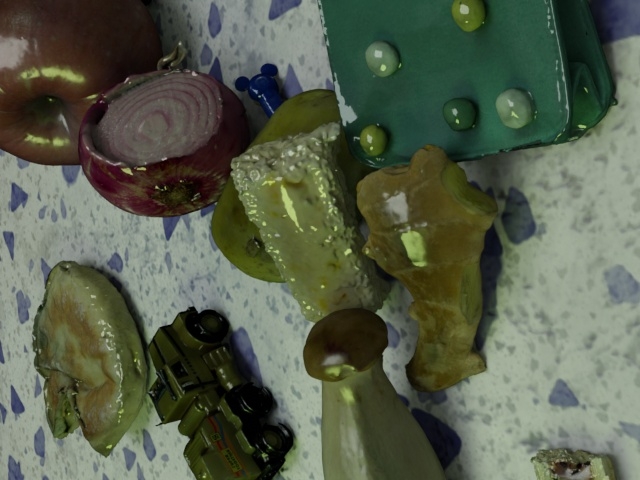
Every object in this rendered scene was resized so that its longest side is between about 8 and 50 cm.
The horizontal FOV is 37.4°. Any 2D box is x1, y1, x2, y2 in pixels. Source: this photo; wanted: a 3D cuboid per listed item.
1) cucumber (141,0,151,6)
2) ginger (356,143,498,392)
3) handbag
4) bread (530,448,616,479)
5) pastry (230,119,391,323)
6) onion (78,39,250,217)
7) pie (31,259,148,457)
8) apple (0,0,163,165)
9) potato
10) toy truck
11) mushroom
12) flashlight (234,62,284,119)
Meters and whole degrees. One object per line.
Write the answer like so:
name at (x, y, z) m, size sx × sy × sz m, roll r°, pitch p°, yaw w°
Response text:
cucumber at (-0.302, -0.372, 1.385) m, size 0.181 × 0.053 × 0.053 m, roll 28°, pitch 116°, yaw 42°
ginger at (0.103, 0.044, 0.925) m, size 0.131 × 0.086 × 0.294 m, roll 1°, pitch 125°, yaw 7°
handbag at (0.107, -0.201, 0.872) m, size 0.269 × 0.100 × 0.274 m, roll -3°, pitch 108°, yaw 48°
bread at (0.239, 0.231, 0.879) m, size 0.083 × 0.035 × 0.070 m, roll -9°, pitch 90°, yaw 46°
pastry at (-0.006, -0.001, 0.994) m, size 0.122 × 0.089 × 0.258 m, roll -1°, pitch 128°, yaw 23°
onion at (-0.188, -0.112, 1.185) m, size 0.200 × 0.207 × 0.200 m, roll 45°, pitch 162°, yaw 19°
pie at (-0.385, 0.188, 1.545) m, size 0.337 × 0.075 × 0.337 m, roll 1°, pitch 91°, yaw 50°
apple at (-0.357, -0.242, 1.299) m, size 0.306 × 0.306 × 0.235 m, roll -41°, pitch 36°, yaw 44°
potato at (-0.048, -0.050, 1.082) m, size 0.160 × 0.111 × 0.271 m, roll 51°, pitch 127°, yaw 16°
toy truck at (-0.154, 0.219, 1.253) m, size 0.257 × 0.127 × 0.127 m, roll 60°, pitch 135°, yaw 28°
mushroom at (0.066, 0.237, 0.982) m, size 0.128 × 0.128 × 0.350 m, roll -3°, pitch 109°, yaw 48°
flashlight at (-0.054, -0.159, 1.151) m, size 0.121 × 0.057 × 0.035 m, roll 58°, pitch 169°, yaw 16°
